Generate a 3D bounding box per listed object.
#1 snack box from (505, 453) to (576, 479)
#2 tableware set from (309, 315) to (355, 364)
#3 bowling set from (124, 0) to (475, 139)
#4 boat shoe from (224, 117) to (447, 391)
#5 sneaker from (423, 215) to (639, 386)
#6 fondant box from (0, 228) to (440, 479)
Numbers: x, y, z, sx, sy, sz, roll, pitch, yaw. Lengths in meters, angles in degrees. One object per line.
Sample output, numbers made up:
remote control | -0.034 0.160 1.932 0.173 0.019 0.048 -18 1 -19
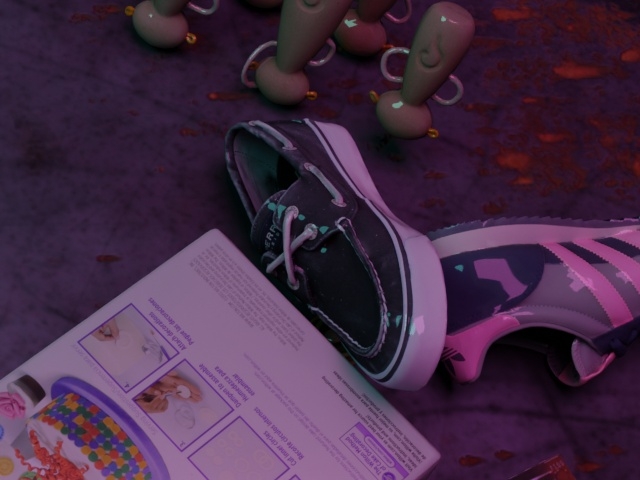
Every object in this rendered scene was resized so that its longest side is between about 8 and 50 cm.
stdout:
snack box | 0.122 0.221 1.274 0.178 0.022 0.064 -22 69 -27
tableware set | 0.021 0.038 1.356 0.154 0.024 0.104 -32 72 -29
bowling set | 0.007 -0.208 1.455 0.287 0.154 0.200 29 37 4
boat shoe | 0.000 0.000 1.271 0.102 0.108 0.301 8 33 -26
sneaker | 0.229 0.051 1.376 0.319 0.112 0.131 -2 77 -14
fondant box | -0.116 0.176 1.189 0.238 0.096 0.330 45 57 13
